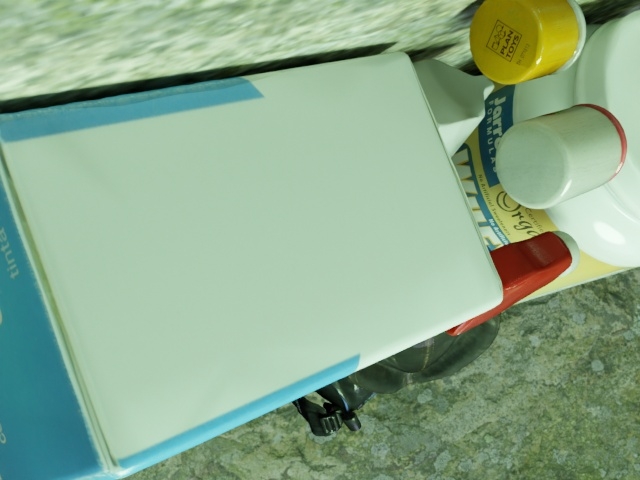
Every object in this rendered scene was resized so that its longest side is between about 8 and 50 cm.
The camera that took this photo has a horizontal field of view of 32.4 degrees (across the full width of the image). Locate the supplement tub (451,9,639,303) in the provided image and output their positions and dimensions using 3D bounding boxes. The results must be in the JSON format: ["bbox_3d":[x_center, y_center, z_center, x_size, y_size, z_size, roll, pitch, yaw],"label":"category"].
[{"bbox_3d":[0.140,-0.043,0.667,0.144,0.144,0.199,-19,176,-37],"label":"supplement tub"}]

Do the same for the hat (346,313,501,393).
[{"bbox_3d":[0.069,0.048,0.907,0.331,0.134,0.331,-20,162,-7],"label":"hat"}]

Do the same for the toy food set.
[{"bbox_3d":[0.080,-0.025,0.560,0.104,0.111,0.232,-19,154,-44],"label":"toy food set"}]

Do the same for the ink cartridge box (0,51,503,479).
[{"bbox_3d":[-0.108,0.037,0.526,0.223,0.129,0.307,-19,176,-44],"label":"ink cartridge box"}]

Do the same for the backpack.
[{"bbox_3d":[-0.004,0.107,1.550,0.213,0.276,0.263,-34,-176,-15],"label":"backpack"}]
